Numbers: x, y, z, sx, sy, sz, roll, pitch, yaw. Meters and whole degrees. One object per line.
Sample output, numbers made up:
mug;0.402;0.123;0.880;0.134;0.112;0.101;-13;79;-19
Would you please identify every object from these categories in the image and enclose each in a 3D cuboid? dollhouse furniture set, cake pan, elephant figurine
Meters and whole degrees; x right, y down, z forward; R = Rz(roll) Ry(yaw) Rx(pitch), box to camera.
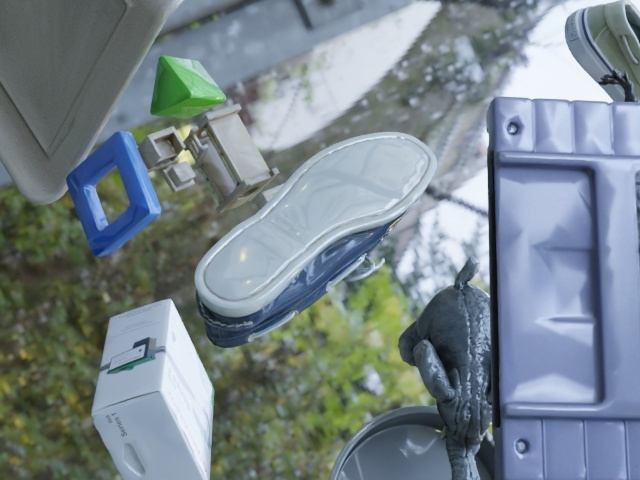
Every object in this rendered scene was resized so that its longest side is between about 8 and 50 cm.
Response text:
dollhouse furniture set;-0.146;-0.061;1.711;0.182;0.161;0.101;60;-37;8
cake pan;0.140;0.377;1.785;0.293;0.293;0.054;63;-22;8
elephant figurine;0.197;0.185;1.713;0.186;0.169;0.239;45;24;-28

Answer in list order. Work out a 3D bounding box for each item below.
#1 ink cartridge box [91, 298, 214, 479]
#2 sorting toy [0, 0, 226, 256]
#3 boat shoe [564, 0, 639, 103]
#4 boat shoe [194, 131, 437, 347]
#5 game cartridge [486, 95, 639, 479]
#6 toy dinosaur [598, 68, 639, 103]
ink cartridge box;-0.201;0.200;1.587;0.219;0.093;0.160;-98;167;-63
sorting toy;-0.177;-0.152;0.889;0.196;0.047;0.347;-51;-119;28
boat shoe;0.455;-0.230;1.794;0.094;0.302;0.109;-14;-122;41
boat shoe;0.000;0.000;1.088;0.095;0.254;0.079;34;-32;23
game cartridge;0.268;0.044;1.169;0.068;0.230;0.355;95;-5;-76
toy dinosaur;0.426;-0.171;1.637;0.064;0.268;0.118;-42;-114;53
